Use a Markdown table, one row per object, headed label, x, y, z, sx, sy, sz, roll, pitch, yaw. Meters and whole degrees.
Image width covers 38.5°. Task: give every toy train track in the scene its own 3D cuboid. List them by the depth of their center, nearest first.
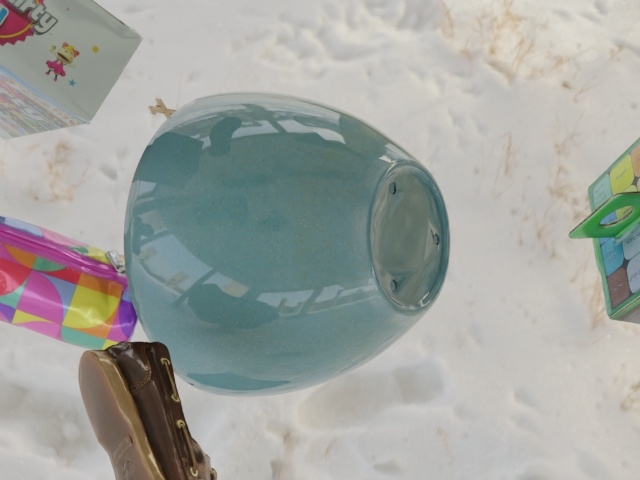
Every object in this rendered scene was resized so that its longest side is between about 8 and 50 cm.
| label | x | y | z | sx | sy | sz | roll | pitch | yaw |
| --- | --- | --- | --- | --- | --- | --- | --- | --- | --- |
| toy train track | -0.192 | -0.164 | 1.205 | 0.083 | 0.014 | 0.048 | 2 | 45 | -47 |

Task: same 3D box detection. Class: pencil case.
| label | x | y | z | sx | sy | sz | roll | pitch | yaw |
| --- | --- | --- | --- | --- | --- | --- | --- | --- | --- |
| pencil case | -0.266 | 0.026 | 0.823 | 0.236 | 0.104 | 0.104 | 18 | 58 | -16 |

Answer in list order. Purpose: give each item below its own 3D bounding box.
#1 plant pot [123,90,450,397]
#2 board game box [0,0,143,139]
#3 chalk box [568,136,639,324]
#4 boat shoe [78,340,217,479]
| label | x | y | z | sx | sy | sz | roll | pitch | yaw |
| --- | --- | --- | --- | --- | --- | --- | --- | --- | --- |
| plant pot | 0.000 | 0.000 | 0.821 | 0.195 | 0.290 | 0.290 | -3 | 51 | 37 |
| board game box | -0.323 | -0.197 | 0.827 | 0.224 | 0.303 | 0.097 | 36 | 74 | -28 |
| chalk box | 0.302 | -0.012 | 0.724 | 0.213 | 0.132 | 0.132 | 11 | 59 | -17 |
| boat shoe | -0.111 | 0.165 | 0.665 | 0.073 | 0.073 | 0.207 | -3 | 62 | -40 |
